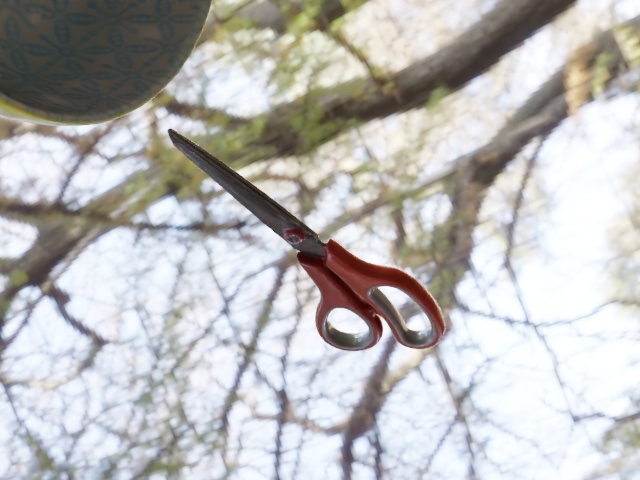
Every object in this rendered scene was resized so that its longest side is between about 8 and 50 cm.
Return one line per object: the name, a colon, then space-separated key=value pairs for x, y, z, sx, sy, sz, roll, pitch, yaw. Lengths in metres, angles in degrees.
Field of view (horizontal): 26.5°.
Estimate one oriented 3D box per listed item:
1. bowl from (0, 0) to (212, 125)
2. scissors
bowl: x=-0.213 y=-0.213 z=0.875 sx=0.289 sy=0.156 sz=0.289 roll=1 pitch=-91 yaw=-53
scissors: x=0.000 y=0.000 z=1.042 sx=0.297 sy=0.109 sz=0.021 roll=55 pitch=-144 yaw=-41
